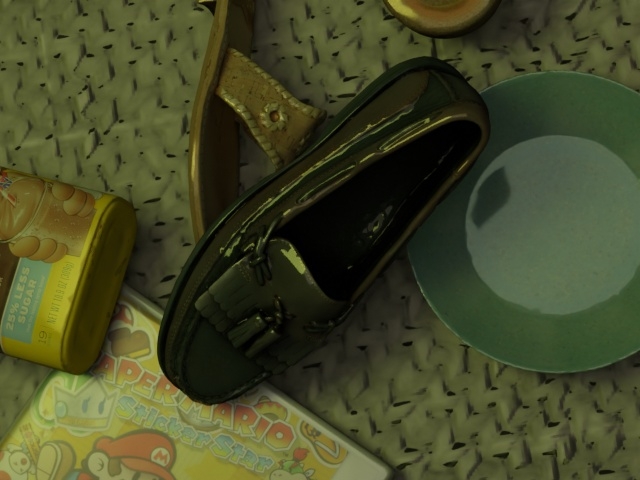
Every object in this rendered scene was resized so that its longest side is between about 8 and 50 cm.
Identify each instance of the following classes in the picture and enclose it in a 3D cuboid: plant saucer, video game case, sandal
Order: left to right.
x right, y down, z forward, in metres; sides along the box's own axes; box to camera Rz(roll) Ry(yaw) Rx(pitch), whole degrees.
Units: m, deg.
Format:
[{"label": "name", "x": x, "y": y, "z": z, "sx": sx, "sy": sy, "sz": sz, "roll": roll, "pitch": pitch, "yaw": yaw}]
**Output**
[{"label": "video game case", "x": -0.101, "y": 0.170, "z": 1.278, "sx": 0.227, "sy": 0.026, "sz": 0.206, "roll": 34, "pitch": 88, "yaw": 11}, {"label": "sandal", "x": -0.035, "y": -0.093, "z": 1.274, "sx": 0.079, "sy": 0.088, "sz": 0.240, "roll": -3, "pitch": 77, "yaw": 14}, {"label": "plant saucer", "x": 0.151, "y": -0.011, "z": 1.261, "sx": 0.195, "sy": 0.037, "sz": 0.195, "roll": -1, "pitch": 83, "yaw": 8}]

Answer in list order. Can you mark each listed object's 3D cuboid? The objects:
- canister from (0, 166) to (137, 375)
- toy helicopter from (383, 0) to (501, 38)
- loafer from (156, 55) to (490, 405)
[{"label": "canister", "x": -0.216, "y": 0.010, "z": 1.280, "sx": 0.170, "sy": 0.073, "sz": 0.126, "roll": 14, "pitch": 82, "yaw": 18}, {"label": "toy helicopter", "x": -0.009, "y": -0.275, "z": 1.273, "sx": 0.235, "sy": 0.140, "sz": 0.355, "roll": -32, "pitch": 82, "yaw": 5}, {"label": "loafer", "x": 0.000, "y": 0.000, "z": 1.211, "sx": 0.096, "sy": 0.084, "sz": 0.267, "roll": 39, "pitch": 96, "yaw": -25}]
